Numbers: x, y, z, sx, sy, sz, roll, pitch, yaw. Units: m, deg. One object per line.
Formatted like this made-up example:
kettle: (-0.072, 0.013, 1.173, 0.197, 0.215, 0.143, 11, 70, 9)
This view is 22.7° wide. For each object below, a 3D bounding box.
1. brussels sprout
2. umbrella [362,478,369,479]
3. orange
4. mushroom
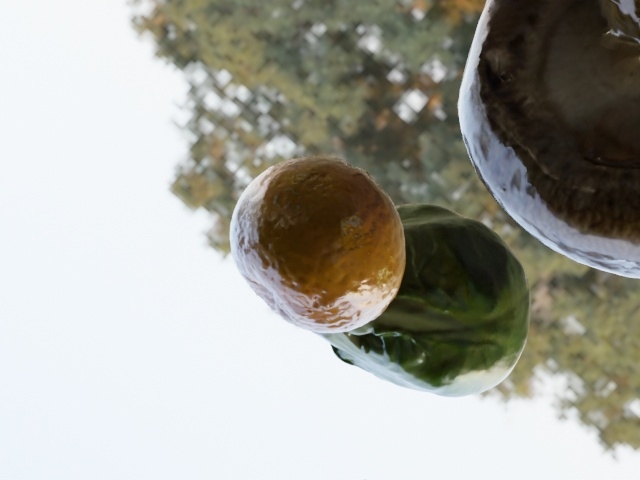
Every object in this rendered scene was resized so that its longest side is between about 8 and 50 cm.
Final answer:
brussels sprout: (0.108, 0.065, 1.861, 0.271, 0.219, 0.210, 6, -177, -20)
umbrella: (-0.030, 0.329, 1.563, 0.128, 0.336, 0.154, 94, 160, -54)
orange: (-0.001, 0.003, 1.509, 0.177, 0.155, 0.177, 54, 174, 8)
mushroom: (0.272, -0.130, 1.096, 0.345, 0.345, 0.239, 45, -156, 18)
